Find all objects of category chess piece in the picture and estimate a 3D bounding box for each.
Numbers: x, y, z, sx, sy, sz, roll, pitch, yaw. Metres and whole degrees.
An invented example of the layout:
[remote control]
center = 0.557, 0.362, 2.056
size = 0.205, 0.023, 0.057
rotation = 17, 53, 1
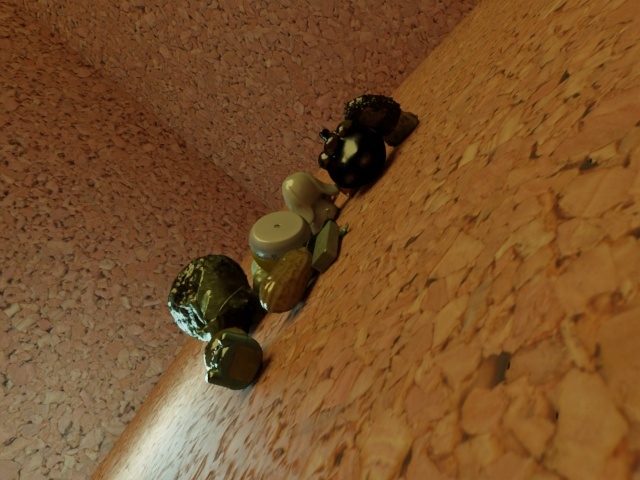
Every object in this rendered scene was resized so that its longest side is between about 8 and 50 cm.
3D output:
[chess piece]
center = -0.247, 0.165, 2.085
size = 0.144, 0.144, 0.251
rotation = -48, 16, 12

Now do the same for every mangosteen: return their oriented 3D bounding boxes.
[mangosteen]
center = 0.126, -0.359, 1.885
size = 0.233, 0.287, 0.287
rotation = -31, -6, -43

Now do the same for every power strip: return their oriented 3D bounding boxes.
[power strip]
center = 0.024, 0.006, 1.651
size = 0.093, 0.053, 0.288
rotation = -52, 13, 24

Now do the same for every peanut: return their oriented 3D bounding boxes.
[peanut]
center = -0.100, 0.129, 1.579
size = 0.325, 0.140, 0.153
rotation = -54, -34, -55

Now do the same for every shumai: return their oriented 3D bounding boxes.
[shumai]
center = -0.415, 0.288, 1.879
size = 0.395, 0.395, 0.348
rotation = -51, 31, -2

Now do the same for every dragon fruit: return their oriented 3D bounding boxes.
[dragon fruit]
center = 0.130, -0.257, 2.041
size = 0.096, 0.102, 0.147
rotation = -45, 7, 18

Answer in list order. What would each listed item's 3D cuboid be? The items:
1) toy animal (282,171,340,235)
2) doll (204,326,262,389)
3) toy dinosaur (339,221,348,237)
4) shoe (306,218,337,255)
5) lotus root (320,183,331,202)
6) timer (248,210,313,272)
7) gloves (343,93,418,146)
[toy animal]
center = -0.044, -0.156, 2.010
size = 0.174, 0.289, 0.249
rotation = -26, 47, 61
[doll]
center = -0.276, 0.363, 1.437
size = 0.261, 0.162, 0.177
rotation = 163, 124, -68
[toy dinosaur]
center = 0.084, -0.028, 1.650
size = 0.062, 0.021, 0.083
rotation = -144, 78, -85
[shoe]
center = -0.001, 0.001, 1.790
size = 0.194, 0.074, 0.077
rotation = -55, 0, -35
[lotus root]
center = -0.031, -0.192, 2.336
size = 0.169, 0.141, 0.314
rotation = -31, 21, 49
[timer]
center = -0.149, 0.046, 1.887
size = 0.285, 0.285, 0.285
rotation = -48, 11, 13
[gloves]
center = 0.241, -0.515, 1.925
size = 0.210, 0.312, 0.135
rotation = -19, 52, 53
